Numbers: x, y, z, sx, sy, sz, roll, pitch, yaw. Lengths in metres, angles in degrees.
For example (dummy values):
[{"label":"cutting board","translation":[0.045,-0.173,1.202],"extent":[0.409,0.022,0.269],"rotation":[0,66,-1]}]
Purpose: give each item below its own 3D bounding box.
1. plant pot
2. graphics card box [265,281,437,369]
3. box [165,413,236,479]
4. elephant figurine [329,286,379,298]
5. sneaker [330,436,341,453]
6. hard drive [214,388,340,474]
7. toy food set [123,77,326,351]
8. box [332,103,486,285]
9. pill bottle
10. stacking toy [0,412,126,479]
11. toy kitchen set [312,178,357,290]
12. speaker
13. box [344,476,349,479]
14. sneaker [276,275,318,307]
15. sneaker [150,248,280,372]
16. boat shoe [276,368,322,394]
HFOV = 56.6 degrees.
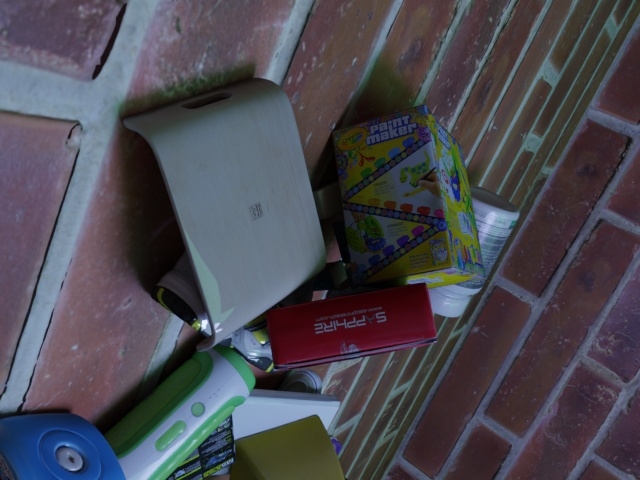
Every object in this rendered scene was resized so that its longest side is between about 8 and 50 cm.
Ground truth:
[{"label":"plant pot","translation":[-0.058,0.535,1.253],"extent":[0.212,0.187,0.212],"rotation":[-8,121,-31]},{"label":"graphics card box","translation":[0.055,0.138,0.987],"extent":[0.371,0.232,0.094],"rotation":[55,24,-81]},{"label":"box","translation":[-0.252,0.399,1.109],"extent":[0.190,0.045,0.184],"rotation":[-22,141,-24]},{"label":"elephant figurine","translation":[0.131,0.139,1.445],"extent":[0.239,0.186,0.169],"rotation":[-29,118,-53]},{"label":"sneaker","translation":[0.014,0.715,1.919],"extent":[0.236,0.104,0.095],"rotation":[3,115,-62]},{"label":"hard drive","translation":[-0.118,0.419,1.298],"extent":[0.307,0.040,0.203],"rotation":[16,106,-40]},{"label":"toy food set","translation":[-0.115,-0.039,0.779],"extent":[0.219,0.092,0.306],"rotation":[-32,116,-42]},{"label":"box","translation":[0.175,-0.058,1.106],"extent":[0.290,0.177,0.279],"rotation":[16,65,-63]},{"label":"pill bottle","translation":[0.413,0.031,1.746],"extent":[0.204,0.204,0.361],"rotation":[-14,130,-55]},{"label":"stacking toy","translation":[-0.416,0.381,0.773],"extent":[0.302,0.175,0.165],"rotation":[-47,155,9]},{"label":"toy kitchen set","translation":[0.000,0.000,1.150],"extent":[0.122,0.166,0.207],"rotation":[-27,104,-48]},{"label":"speaker","translation":[-0.247,0.300,0.972],"extent":[0.296,0.131,0.131],"rotation":[-42,150,-30]},{"label":"box","translation":[0.005,0.908,1.879],"extent":[0.343,0.312,0.179],"rotation":[-4,123,-58]},{"label":"sneaker","translation":[-0.060,0.072,1.117],"extent":[0.094,0.080,0.212],"rotation":[-28,145,-26]},{"label":"sneaker","translation":[-0.116,0.109,0.973],"extent":[0.147,0.145,0.385],"rotation":[-56,157,-10]},{"label":"boat shoe","translation":[-0.103,0.436,1.397],"extent":[0.302,0.109,0.094],"rotation":[-57,158,5]}]
